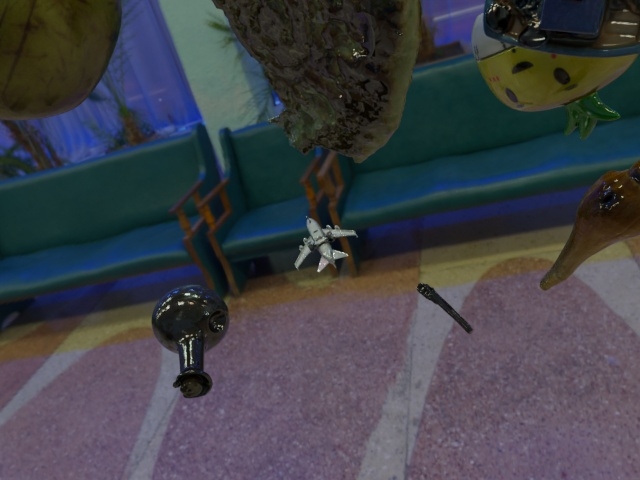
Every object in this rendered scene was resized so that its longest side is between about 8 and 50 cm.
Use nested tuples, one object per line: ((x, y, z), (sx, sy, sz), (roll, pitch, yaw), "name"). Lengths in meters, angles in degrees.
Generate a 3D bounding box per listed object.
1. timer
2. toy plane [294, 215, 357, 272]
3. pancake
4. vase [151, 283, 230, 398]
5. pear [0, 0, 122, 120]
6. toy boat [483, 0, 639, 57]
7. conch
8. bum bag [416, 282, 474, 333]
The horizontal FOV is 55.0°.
((0.407, -0.295, 1.021), (0.284, 0.285, 0.285), (-15, 25, 7), "timer")
((0.000, 0.000, 1.457), (0.162, 0.066, 0.171), (-30, 52, 0), "toy plane")
((-0.017, -0.270, 0.686), (0.304, 0.427, 0.067), (1, 43, 45), "pancake")
((-0.194, 0.152, 0.923), (0.120, 0.120, 0.183), (-17, 41, 2), "vase")
((-0.398, -0.296, 0.805), (0.283, 0.284, 0.284), (-15, 25, 7), "pear")
((0.285, -0.247, 0.652), (0.223, 0.100, 0.097), (13, 15, 26), "toy boat")
((0.416, -0.030, 0.904), (0.093, 0.330, 0.109), (-4, 54, -36), "conch")
((0.285, 0.156, 1.402), (0.026, 0.159, 0.109), (-47, -18, 7), "bum bag")
